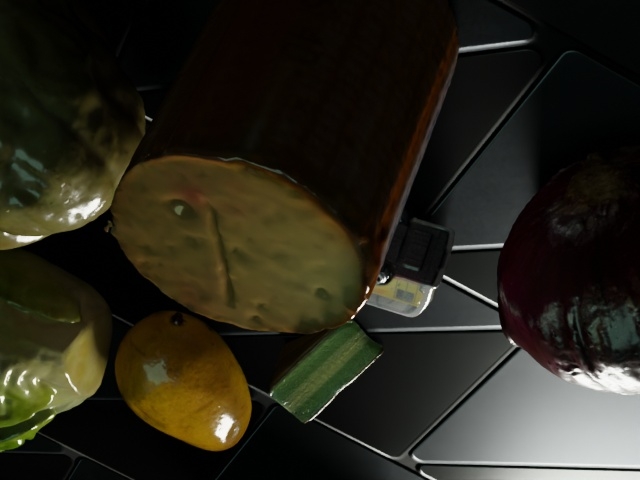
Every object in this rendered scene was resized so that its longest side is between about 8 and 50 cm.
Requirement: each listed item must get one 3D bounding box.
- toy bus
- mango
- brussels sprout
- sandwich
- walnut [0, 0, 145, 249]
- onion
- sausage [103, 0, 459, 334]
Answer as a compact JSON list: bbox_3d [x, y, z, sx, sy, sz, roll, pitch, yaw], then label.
[{"bbox_3d":[0.000,0.000,1.410,0.268,0.092,0.106,17,148,6],"label":"toy bus"},{"bbox_3d":[-0.166,0.179,1.660,0.147,0.109,0.227,-20,128,8],"label":"mango"},{"bbox_3d":[-0.403,0.130,1.627,0.294,0.227,0.259,1,150,12],"label":"brussels sprout"},{"bbox_3d":[0.007,0.152,1.578,0.074,0.074,0.116,41,136,-22],"label":"sandwich"},{"bbox_3d":[-0.310,-0.131,1.273,0.282,0.253,0.277,-23,121,40],"label":"walnut"},{"bbox_3d":[0.263,0.046,1.259,0.206,0.207,0.216,-9,125,27],"label":"onion"},{"bbox_3d":[-0.022,-0.094,1.164,0.233,0.287,0.233,14,144,11],"label":"sausage"}]
